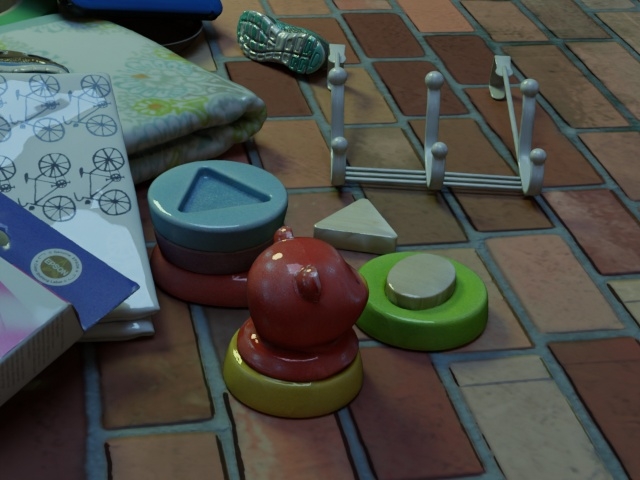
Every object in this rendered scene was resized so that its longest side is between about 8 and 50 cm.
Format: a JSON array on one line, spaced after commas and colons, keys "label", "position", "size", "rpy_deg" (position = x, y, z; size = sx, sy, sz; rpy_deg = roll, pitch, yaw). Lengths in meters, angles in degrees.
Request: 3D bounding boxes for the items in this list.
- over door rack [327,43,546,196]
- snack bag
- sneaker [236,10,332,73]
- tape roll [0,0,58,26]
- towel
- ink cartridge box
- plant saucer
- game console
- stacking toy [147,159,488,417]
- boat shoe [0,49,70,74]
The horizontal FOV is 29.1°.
[{"label": "over door rack", "position": [0.125, -0.165, 1.447], "size": [0.240, 0.108, 0.324], "rpy_deg": [4, 30, -2]}, {"label": "snack bag", "position": [-0.339, -0.037, 1.124], "size": [0.343, 0.037, 0.323], "rpy_deg": [-3, 52, -18]}, {"label": "sneaker", "position": [-0.043, -0.263, 1.654], "size": [0.166, 0.065, 0.076], "rpy_deg": [32, 23, 33]}, {"label": "tape roll", "position": [-0.504, -0.283, 1.599], "size": [0.321, 0.077, 0.321], "rpy_deg": [3, 31, -2]}, {"label": "towel", "position": [-0.301, -0.147, 1.388], "size": [0.374, 0.090, 0.320], "rpy_deg": [-24, 44, -39]}, {"label": "ink cartridge box", "position": [-0.369, 0.026, 0.980], "size": [0.324, 0.071, 0.330], "rpy_deg": [32, 49, 17]}, {"label": "plant saucer", "position": [-0.245, -0.285, 1.680], "size": [0.169, 0.029, 0.168], "rpy_deg": [4, 30, -2]}, {"label": "game console", "position": [-0.323, -0.353, 1.663], "size": [0.293, 0.173, 0.250], "rpy_deg": [-12, 65, -53]}, {"label": "stacking toy", "position": [0.000, 0.000, 1.127], "size": [0.280, 0.130, 0.309], "rpy_deg": [-14, 36, -28]}, {"label": "boat shoe", "position": [-0.351, -0.168, 1.276], "size": [0.183, 0.066, 0.066], "rpy_deg": [6, 26, -19]}]
